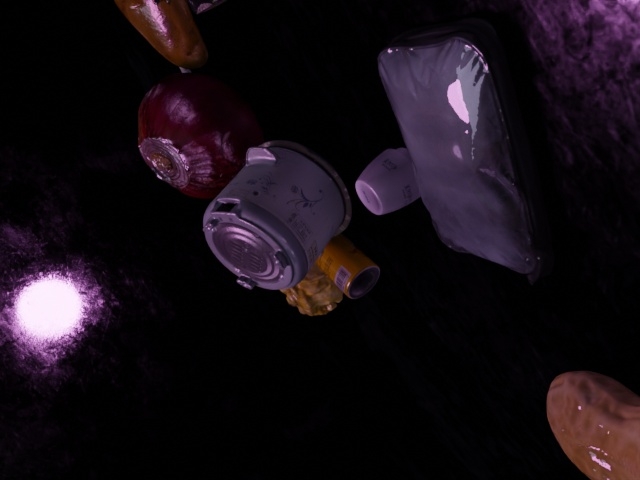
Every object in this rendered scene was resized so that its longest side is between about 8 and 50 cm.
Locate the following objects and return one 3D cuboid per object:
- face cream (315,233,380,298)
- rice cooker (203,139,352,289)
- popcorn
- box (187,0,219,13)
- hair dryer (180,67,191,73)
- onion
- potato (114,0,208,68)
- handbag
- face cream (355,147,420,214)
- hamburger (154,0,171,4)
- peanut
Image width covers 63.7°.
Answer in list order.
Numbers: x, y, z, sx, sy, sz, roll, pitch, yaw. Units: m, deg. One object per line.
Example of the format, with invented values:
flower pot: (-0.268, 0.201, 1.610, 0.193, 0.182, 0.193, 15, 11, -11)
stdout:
face cream: (0.000, 0.000, 1.307, 0.348, 0.105, 0.105, 43, 161, 35)
rice cooker: (-0.087, -0.060, 1.103, 0.264, 0.317, 0.317, 1, 130, 39)
popcorn: (-0.032, 0.086, 1.455, 0.266, 0.192, 0.233, 58, -177, -20)
box: (-0.230, -0.557, 0.857, 0.198, 0.084, 0.310, 27, 148, 59)
hair dryer: (-0.344, -0.435, 1.505, 0.229, 0.092, 0.267, 13, 127, 57)
onion: (-0.302, -0.281, 1.292, 0.337, 0.282, 0.260, 50, 145, 4)
potato: (-0.400, -0.577, 1.226, 0.195, 0.176, 0.369, -12, 131, 28)
handbag: (0.180, -0.098, 0.640, 0.191, 0.075, 0.332, 22, 142, 57)
face cream: (0.110, -0.091, 0.800, 0.091, 0.095, 0.091, 48, 163, 20)
hamburger: (-0.342, -0.599, 1.022, 0.206, 0.130, 0.183, 38, 138, -5)
peanut: (0.395, 0.251, 0.608, 0.149, 0.149, 0.313, 58, 169, -13)
